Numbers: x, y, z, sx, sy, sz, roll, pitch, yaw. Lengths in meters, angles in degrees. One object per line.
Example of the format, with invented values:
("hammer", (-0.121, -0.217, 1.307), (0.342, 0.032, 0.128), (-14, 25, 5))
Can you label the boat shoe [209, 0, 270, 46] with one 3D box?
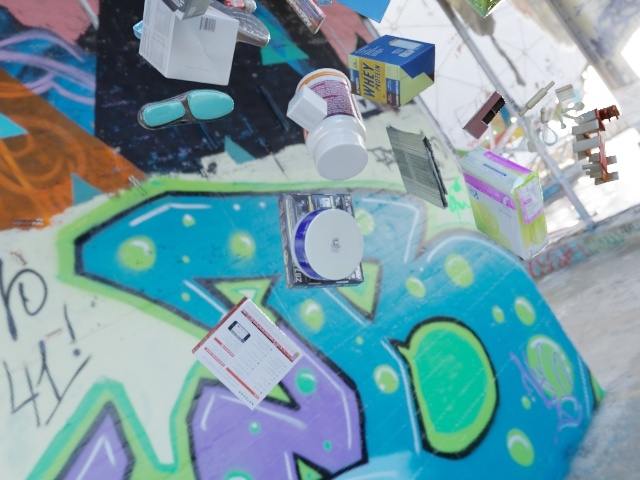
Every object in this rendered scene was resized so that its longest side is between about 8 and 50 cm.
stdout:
("boat shoe", (-0.346, -0.811, 1.956), (0.116, 0.324, 0.123), (116, 179, -52))

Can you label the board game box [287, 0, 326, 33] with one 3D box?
("board game box", (-0.093, -1.040, 2.221), (0.027, 0.281, 0.145), (-42, 7, -14))

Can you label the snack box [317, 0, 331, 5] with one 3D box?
("snack box", (0.036, -1.179, 2.149), (0.060, 0.187, 0.322), (-13, -22, -28))

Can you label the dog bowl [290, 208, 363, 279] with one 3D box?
("dog bowl", (0.028, 0.015, 1.904), (0.264, 0.265, 0.104), (-30, 15, -29))

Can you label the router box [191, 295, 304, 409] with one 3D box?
("router box", (-0.286, 0.445, 2.047), (0.301, 0.335, 0.082), (-45, 14, -12))

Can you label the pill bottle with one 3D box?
("pill bottle", (0.042, -0.425, 1.896), (0.223, 0.393, 0.224), (-8, -35, -6))

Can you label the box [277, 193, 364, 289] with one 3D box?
("box", (0.000, 0.000, 2.149), (0.317, 0.396, 0.097), (-2, -17, -21))

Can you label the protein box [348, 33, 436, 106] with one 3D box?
("protein box", (0.232, -0.553, 1.662), (0.199, 0.201, 0.136), (-39, -41, -31))

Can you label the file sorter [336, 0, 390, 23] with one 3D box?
("file sorter", (0.124, -0.740, 1.529), (0.104, 0.170, 0.118), (-90, 25, -67))

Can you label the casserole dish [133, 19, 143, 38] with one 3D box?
("casserole dish", (-0.697, -0.863, 2.127), (0.189, 0.114, 0.037), (-77, 9, -51))

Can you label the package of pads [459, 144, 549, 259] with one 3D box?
("package of pads", (0.530, -0.104, 1.473), (0.101, 0.297, 0.229), (-36, 41, -7))

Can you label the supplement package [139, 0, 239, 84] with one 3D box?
("supplement package", (-0.410, -0.622, 1.580), (0.199, 0.262, 0.198), (-4, -57, -37))

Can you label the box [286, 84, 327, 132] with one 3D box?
("box", (-0.043, -0.427, 1.666), (0.087, 0.101, 0.102), (-43, 27, 31))

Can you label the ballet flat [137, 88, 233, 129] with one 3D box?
("ballet flat", (-0.394, -0.382, 1.493), (0.280, 0.096, 0.096), (-16, 13, -28))

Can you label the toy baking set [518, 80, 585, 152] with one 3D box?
("toy baking set", (0.813, -0.445, 1.836), (0.256, 0.197, 0.030), (-42, -29, 18))

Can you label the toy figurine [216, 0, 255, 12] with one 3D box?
("toy figurine", (-0.399, -1.039, 2.384), (0.148, 0.213, 0.210), (-11, -50, -29))

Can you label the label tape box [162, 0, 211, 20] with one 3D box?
("label tape box", (-0.329, -0.760, 1.239), (0.347, 0.249, 0.115), (-43, 3, 43))

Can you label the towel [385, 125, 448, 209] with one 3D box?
("towel", (0.380, -0.290, 1.994), (0.056, 0.312, 0.324), (-27, 26, -8))

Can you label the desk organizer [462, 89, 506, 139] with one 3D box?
("desk organizer", (0.456, -0.345, 1.421), (0.130, 0.050, 0.047), (-52, 2, 13))

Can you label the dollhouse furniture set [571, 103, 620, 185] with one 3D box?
("dollhouse furniture set", (1.056, -0.374, 1.936), (0.135, 0.259, 0.262), (-13, -33, 40))

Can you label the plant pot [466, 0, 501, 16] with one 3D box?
("plant pot", (0.493, -0.827, 1.491), (0.227, 0.228, 0.207), (-42, -1, 20))
